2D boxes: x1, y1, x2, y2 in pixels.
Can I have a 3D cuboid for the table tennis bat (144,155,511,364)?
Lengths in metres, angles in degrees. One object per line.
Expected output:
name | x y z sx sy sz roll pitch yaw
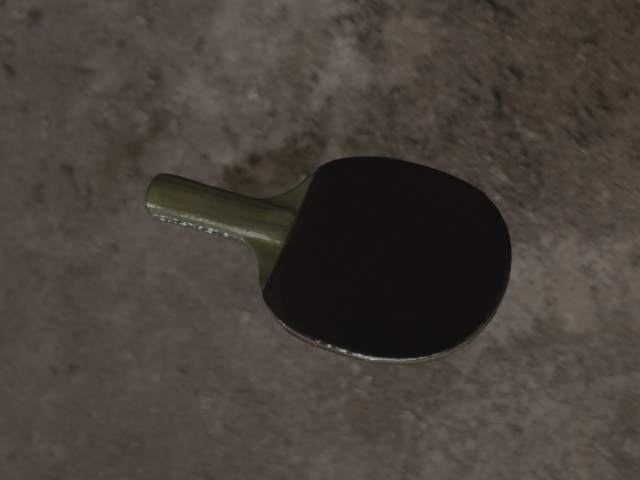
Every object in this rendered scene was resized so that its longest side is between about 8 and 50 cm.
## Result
table tennis bat | 0.000 0.000 0.958 0.246 0.022 0.138 15 65 20
